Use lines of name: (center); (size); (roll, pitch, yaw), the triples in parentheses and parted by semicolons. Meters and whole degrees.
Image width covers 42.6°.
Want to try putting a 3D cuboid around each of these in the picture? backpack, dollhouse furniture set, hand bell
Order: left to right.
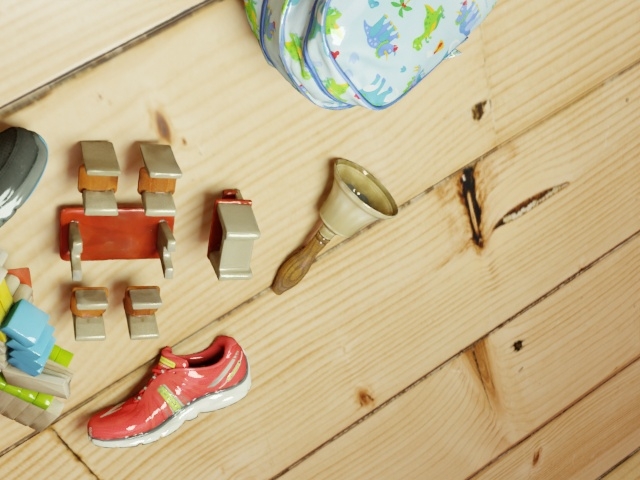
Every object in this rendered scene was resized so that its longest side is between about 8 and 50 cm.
dollhouse furniture set: (-0.225, -0.009, 1.133); (0.259, 0.135, 0.262); (0, 123, -22)
hand bell: (0.000, 0.000, 1.310); (0.126, 0.126, 0.242); (17, 124, -42)
backpack: (0.073, -0.330, 1.011); (0.355, 0.273, 0.290); (-33, 143, 7)

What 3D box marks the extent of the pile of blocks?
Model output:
pile of blocks: (-0.377, 0.115, 1.052); (0.148, 0.113, 0.362); (15, 142, 1)

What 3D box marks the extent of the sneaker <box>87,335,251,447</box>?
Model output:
sneaker: (-0.248, 0.232, 1.314); (0.278, 0.107, 0.119); (-23, 115, -23)

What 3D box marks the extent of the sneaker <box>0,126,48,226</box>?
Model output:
sneaker: (-0.468, -0.044, 0.908); (0.340, 0.125, 0.140); (-33, 127, -15)
